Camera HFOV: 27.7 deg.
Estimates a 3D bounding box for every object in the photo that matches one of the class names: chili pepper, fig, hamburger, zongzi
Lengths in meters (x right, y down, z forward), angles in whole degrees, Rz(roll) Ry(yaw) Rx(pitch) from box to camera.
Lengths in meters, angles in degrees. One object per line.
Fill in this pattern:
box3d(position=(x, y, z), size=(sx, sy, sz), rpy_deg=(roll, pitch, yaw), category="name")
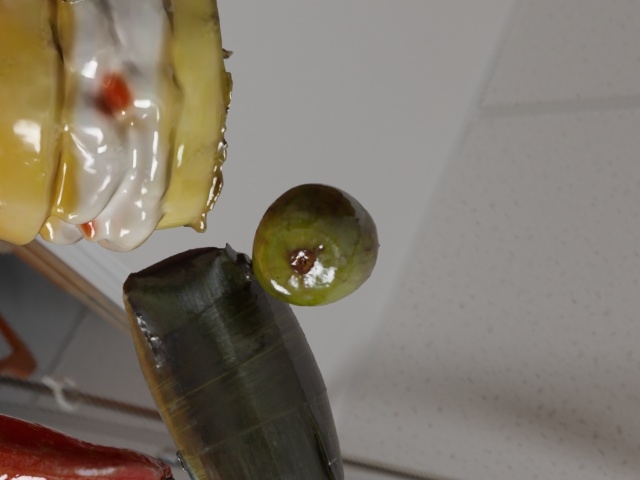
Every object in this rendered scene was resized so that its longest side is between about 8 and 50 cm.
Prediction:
box3d(position=(-0.234, 0.144, 0.873), size=(0.272, 0.063, 0.071), rpy_deg=(5, -163, 3), category="chili pepper")
box3d(position=(0.003, -0.009, 1.485), size=(0.186, 0.148, 0.142), rpy_deg=(-75, -177, -54), category="fig")
box3d(position=(-0.206, -0.121, 0.948), size=(0.276, 0.236, 0.276), rpy_deg=(176, -90, -66), category="hamburger")
box3d(position=(-0.105, 0.221, 1.710), size=(0.208, 0.403, 0.432), rpy_deg=(-24, 174, -11), category="zongzi")
